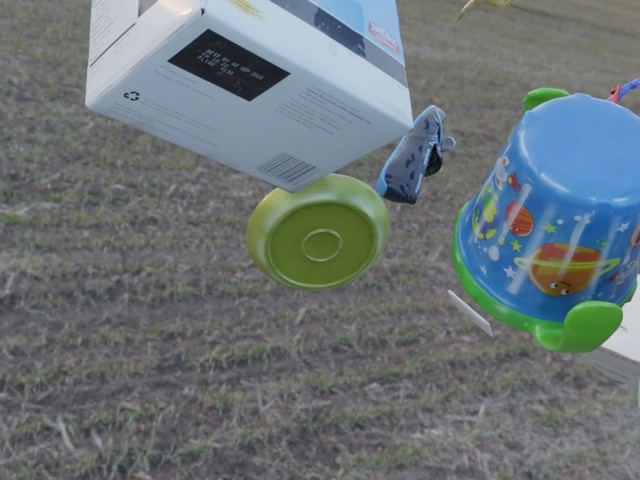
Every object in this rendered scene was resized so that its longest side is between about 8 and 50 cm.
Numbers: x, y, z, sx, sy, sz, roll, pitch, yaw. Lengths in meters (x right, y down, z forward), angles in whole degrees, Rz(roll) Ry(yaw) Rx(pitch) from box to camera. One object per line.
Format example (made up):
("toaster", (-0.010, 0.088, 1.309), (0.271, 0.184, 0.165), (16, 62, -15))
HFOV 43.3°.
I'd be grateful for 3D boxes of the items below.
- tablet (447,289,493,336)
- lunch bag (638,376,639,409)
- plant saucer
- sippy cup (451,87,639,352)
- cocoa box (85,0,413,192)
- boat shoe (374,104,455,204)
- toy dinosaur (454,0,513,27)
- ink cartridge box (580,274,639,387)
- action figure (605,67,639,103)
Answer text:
("tablet", (0.224, 0.110, 1.207), (0.083, 0.006, 0.054), (43, -7, 32))
("lunch bag", (0.444, 0.119, 0.786), (0.224, 0.160, 0.262), (24, 46, 9))
("plant saucer", (0.000, 0.000, 1.323), (0.241, 0.240, 0.037), (10, 36, -18))
("sippy cup", (0.288, -0.040, 0.950), (0.240, 0.224, 0.305), (-28, 59, -22))
("cocoa box", (-0.083, -0.246, 1.015), (0.347, 0.232, 0.227), (20, 56, -43))
("boat shoe", (0.180, -0.145, 1.469), (0.089, 0.109, 0.258), (28, 55, 8))
("toy dinosaur", (0.306, -0.459, 1.454), (0.092, 0.183, 0.053), (60, 21, -12))
("ink cartridge box", (0.661, 0.200, 1.628), (0.279, 0.160, 0.385), (22, -8, 45))
("action figure", (0.481, -0.237, 1.301), (0.030, 0.115, 0.038), (45, 0, 3))
